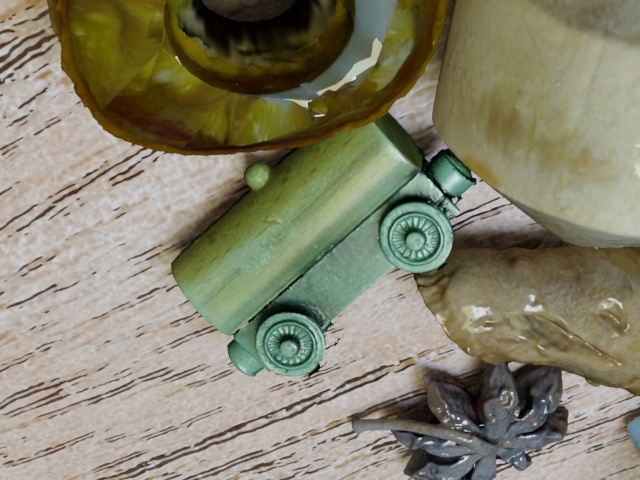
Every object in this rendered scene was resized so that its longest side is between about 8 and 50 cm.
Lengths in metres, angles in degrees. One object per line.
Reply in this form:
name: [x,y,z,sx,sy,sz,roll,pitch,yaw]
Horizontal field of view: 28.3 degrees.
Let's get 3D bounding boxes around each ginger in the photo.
ginger: [0.253,0.073,1.307,0.354,0.126,0.190,6,130,-22]

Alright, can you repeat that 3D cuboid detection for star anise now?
star anise: [0.169,0.213,1.423,0.262,0.081,0.230,-3,137,-14]

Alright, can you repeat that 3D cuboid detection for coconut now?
coconut: [0.251,-0.137,1.059,0.323,0.323,0.323,-6,127,-8]

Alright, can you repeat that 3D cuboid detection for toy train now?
toy train: [0.000,-0.004,1.219,0.307,0.126,0.189,-42,92,18]

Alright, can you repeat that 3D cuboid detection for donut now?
donut: [-0.054,-0.201,1.014,0.330,0.160,0.330,-5,116,-11]

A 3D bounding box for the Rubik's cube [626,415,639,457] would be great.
Rubik's cube: [0.593,0.313,1.441,0.316,0.322,0.319,-33,127,14]
